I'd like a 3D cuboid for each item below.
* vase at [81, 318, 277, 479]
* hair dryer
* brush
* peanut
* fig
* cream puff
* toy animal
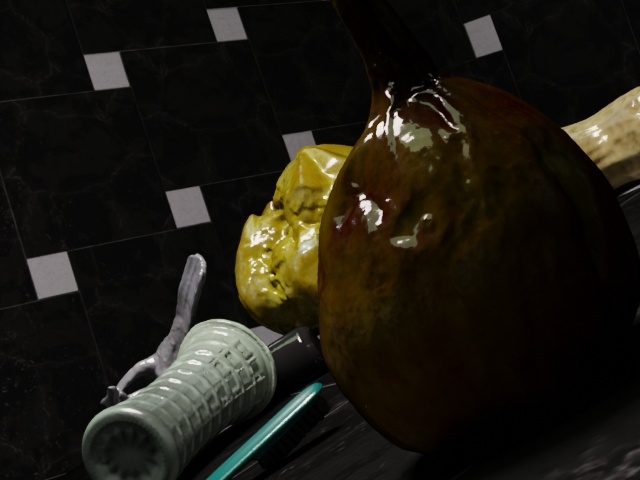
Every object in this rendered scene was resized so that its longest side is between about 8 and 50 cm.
[{"bbox_3d":[-0.163,0.200,1.264,0.143,0.143,0.299,-31,2,19],"label":"vase"},{"bbox_3d":[-0.028,0.174,1.525,0.114,0.070,0.248,-32,-10,10],"label":"hair dryer"},{"bbox_3d":[-0.063,0.192,0.891,0.193,0.032,0.043,-43,6,-14],"label":"brush"},{"bbox_3d":[0.384,-0.120,1.444,0.298,0.120,0.136,-32,-6,40],"label":"peanut"},{"bbox_3d":[0.063,-0.027,0.574,0.191,0.290,0.190,-19,23,8],"label":"fig"},{"bbox_3d":[-0.004,0.003,1.564,0.274,0.270,0.323,-21,-12,6],"label":"cream puff"},{"bbox_3d":[-0.212,0.181,1.496,0.206,0.081,0.367,-32,-36,-16],"label":"toy animal"}]
